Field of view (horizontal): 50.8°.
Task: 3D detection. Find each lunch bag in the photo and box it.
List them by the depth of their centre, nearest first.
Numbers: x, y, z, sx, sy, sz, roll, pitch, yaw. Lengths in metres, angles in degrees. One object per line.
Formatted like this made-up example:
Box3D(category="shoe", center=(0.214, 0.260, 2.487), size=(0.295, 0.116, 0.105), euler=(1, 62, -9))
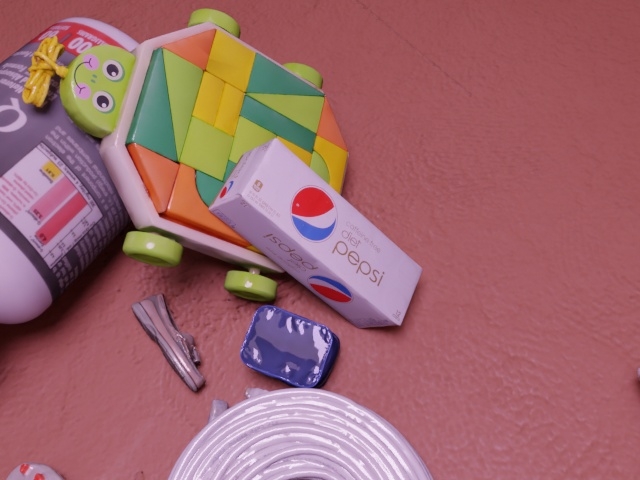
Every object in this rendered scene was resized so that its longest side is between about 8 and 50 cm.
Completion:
Box3D(category="lunch bag", center=(-0.033, 0.109, 0.685), size=(0.098, 0.065, 0.067), euler=(20, 79, 14))

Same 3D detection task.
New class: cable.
Box3D(category="cable", center=(-0.015, 0.256, 0.583), size=(0.257, 0.089, 0.257), euler=(10, 61, 10))

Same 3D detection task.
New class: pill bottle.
Box3D(category="pill bottle", center=(-0.314, -0.048, 0.690), size=(0.210, 0.210, 0.363), euler=(24, 57, 17))

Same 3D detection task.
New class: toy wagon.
Box3D(category="toy wagon", center=(-0.118, -0.100, 0.681), size=(0.068, 0.344, 0.267), euler=(-8, 65, 49))

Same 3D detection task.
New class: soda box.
Box3D(category="soda box", center=(0.000, 0.000, 0.669), size=(0.216, 0.069, 0.074), euler=(40, 61, -25))

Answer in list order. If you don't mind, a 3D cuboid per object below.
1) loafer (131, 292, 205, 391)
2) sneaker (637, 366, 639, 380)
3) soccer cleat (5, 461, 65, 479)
Box3D(category="loafer", center=(-0.154, 0.102, 0.712), size=(0.039, 0.045, 0.125), euler=(-33, 60, -22))
Box3D(category="sneaker", center=(0.446, 0.133, 0.608), size=(0.292, 0.108, 0.169), euler=(-11, 63, -1))
Box3D(category="soccer cleat", center=(-0.225, 0.268, 0.612), size=(0.196, 0.076, 0.068), euler=(19, 68, 37))
